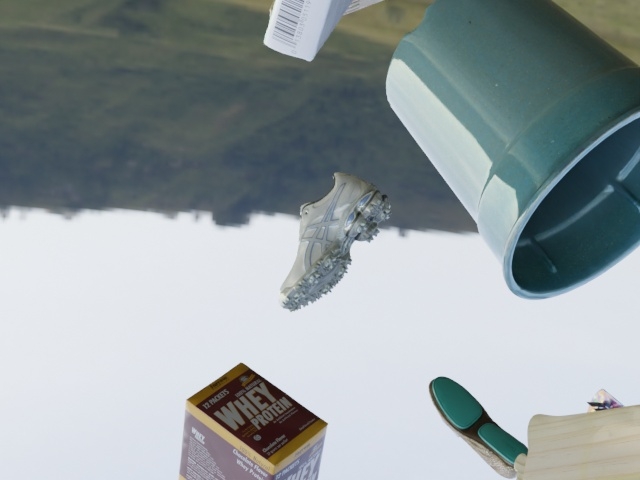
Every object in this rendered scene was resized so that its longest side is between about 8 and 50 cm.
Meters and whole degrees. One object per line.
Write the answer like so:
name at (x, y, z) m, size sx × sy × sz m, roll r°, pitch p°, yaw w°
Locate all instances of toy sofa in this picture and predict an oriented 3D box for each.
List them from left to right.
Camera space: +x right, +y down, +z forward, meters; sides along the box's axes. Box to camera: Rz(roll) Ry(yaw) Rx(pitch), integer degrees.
toy sofa at (0.439, 0.327, 1.831) m, size 0.150 × 0.177 × 0.362 m, roll 29°, pitch 151°, yaw -27°

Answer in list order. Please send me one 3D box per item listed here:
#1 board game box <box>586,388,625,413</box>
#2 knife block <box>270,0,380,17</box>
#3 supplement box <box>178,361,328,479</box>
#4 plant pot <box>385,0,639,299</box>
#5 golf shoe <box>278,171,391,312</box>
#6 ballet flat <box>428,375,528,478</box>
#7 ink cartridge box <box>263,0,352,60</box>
board game box at (0.437, 0.311, 2.025) m, size 0.033 × 0.133 × 0.169 m, roll -4°, pitch -157°, yaw -22°
knife block at (0.011, -0.469, 2.042) m, size 0.276 × 0.242 × 0.088 m, roll -23°, pitch 166°, yaw -7°
supplement box at (-0.109, 0.338, 2.113) m, size 0.191 × 0.194 × 0.129 m, roll 32°, pitch -136°, yaw 27°
plant pot at (0.278, -0.157, 1.752) m, size 0.341 × 0.341 × 0.334 m, roll -6°, pitch -134°, yaw -44°
golf shoe at (0.000, 0.000, 1.533) m, size 0.086 × 0.176 × 0.069 m, roll 38°, pitch 175°, yaw 26°
ballet flat at (0.240, 0.299, 2.079) m, size 0.073 × 0.067 × 0.206 m, roll -28°, pitch -122°, yaw -28°
ink cartridge box at (0.029, -0.294, 1.216) m, size 0.056 × 0.181 × 0.224 m, roll 23°, pitch -136°, yaw 4°
